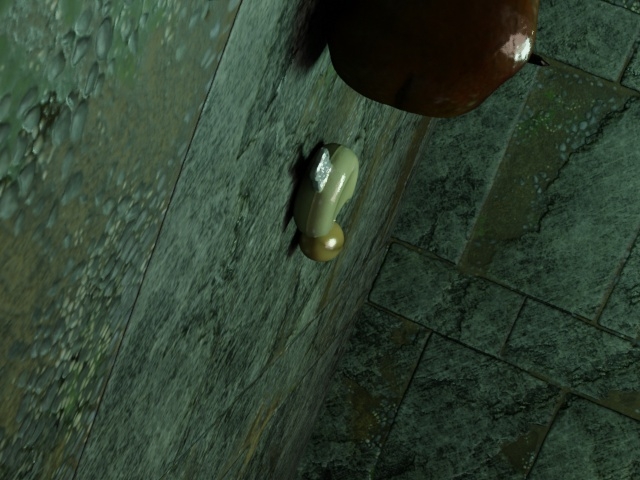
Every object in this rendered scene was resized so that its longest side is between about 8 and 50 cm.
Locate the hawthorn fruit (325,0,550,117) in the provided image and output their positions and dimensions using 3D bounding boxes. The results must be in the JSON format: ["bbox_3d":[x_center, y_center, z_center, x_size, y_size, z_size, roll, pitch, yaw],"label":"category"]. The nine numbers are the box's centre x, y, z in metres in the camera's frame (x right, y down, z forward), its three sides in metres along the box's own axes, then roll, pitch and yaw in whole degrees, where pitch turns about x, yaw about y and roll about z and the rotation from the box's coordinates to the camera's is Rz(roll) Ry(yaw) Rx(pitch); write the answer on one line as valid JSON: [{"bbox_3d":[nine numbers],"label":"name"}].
[{"bbox_3d":[0.166,-0.293,1.495,0.268,0.300,0.268,18,90,-87],"label":"hawthorn fruit"}]

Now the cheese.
[{"bbox_3d":[0.013,-0.109,1.826,0.249,0.070,0.163,98,17,-60],"label":"cheese"}]

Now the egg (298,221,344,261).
[{"bbox_3d":[0.000,0.000,2.010,0.096,0.080,0.080,-55,166,-70],"label":"egg"}]
